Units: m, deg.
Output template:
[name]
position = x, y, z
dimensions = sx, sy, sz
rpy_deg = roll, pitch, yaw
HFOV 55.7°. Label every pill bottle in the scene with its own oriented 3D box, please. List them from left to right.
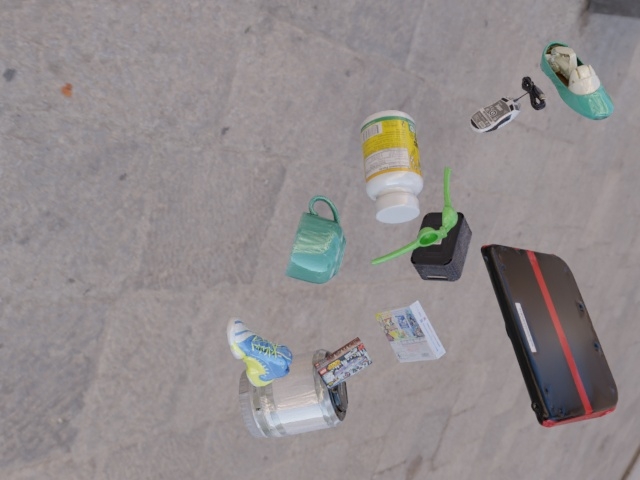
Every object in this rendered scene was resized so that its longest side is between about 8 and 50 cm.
[pill bottle]
position = 0.145, -0.146, 1.225
dimensions = 0.118, 0.118, 0.208
rpy_deg = 25, 54, -51

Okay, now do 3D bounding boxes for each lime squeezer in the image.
[lime squeezer]
position = 0.252, -0.041, 1.432
dimensions = 0.310, 0.110, 0.059
rpy_deg = -51, 163, -11

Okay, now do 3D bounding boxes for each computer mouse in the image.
[computer mouse]
position = 0.462, -0.325, 1.515
dimensions = 0.193, 0.106, 0.042
rpy_deg = -30, 146, 9

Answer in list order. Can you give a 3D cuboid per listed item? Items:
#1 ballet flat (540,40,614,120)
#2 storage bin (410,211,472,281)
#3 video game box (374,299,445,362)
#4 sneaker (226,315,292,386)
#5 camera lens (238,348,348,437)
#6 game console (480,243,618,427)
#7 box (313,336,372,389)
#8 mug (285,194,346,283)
[ballet flat]
position = 0.556, -0.362, 1.334
dimensions = 0.083, 0.247, 0.087
rpy_deg = -23, 138, 4
[storage bin]
position = 0.337, 0.016, 1.683
dimensions = 0.084, 0.122, 0.180
rpy_deg = 53, 49, -43
[video game box]
position = 0.280, 0.293, 1.927
dimensions = 0.048, 0.205, 0.187
rpy_deg = -32, 93, -31
[sneaker]
position = -0.141, 0.260, 1.479
dimensions = 0.126, 0.091, 0.240
rpy_deg = -14, 132, 5
[camera lens]
position = -0.070, 0.441, 1.742
dimensions = 0.274, 0.219, 0.219
rpy_deg = -15, 135, 11
[game console]
position = 0.500, 0.198, 1.322
dimensions = 0.342, 0.060, 0.386
rpy_deg = 7, 60, -40
[box]
position = 0.060, 0.320, 1.569
dimensions = 0.137, 0.027, 0.094
rpy_deg = -32, 130, -6
[mug]
position = -0.002, 0.008, 1.167
dimensions = 0.129, 0.097, 0.157
rpy_deg = -77, -176, -62
